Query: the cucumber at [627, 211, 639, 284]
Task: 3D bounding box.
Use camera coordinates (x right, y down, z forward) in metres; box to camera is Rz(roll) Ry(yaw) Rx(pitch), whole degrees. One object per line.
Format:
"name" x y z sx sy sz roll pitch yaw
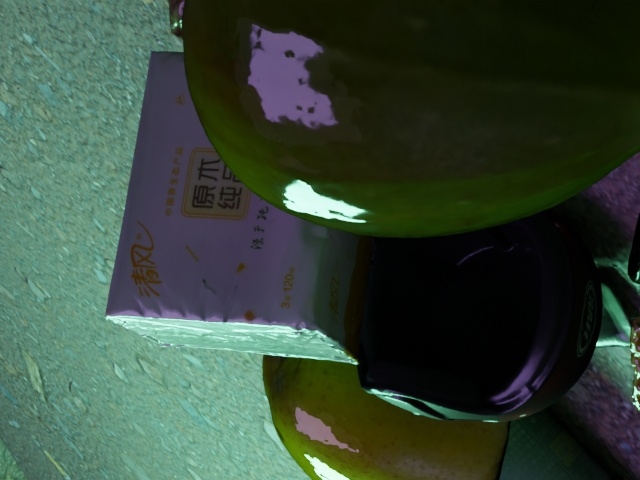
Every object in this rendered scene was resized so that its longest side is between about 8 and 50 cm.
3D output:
"cucumber" 0.249 -0.021 1.428 0.036 0.033 0.184 59 163 27

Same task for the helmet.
"helmet" 0.122 0.052 1.566 0.216 0.189 0.193 4 172 39

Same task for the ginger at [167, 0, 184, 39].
"ginger" -0.056 -0.190 1.611 0.213 0.137 0.074 68 -166 -49

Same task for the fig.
"fig" 0.078 -0.138 1.240 0.316 0.316 0.316 40 157 21

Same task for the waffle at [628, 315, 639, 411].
"waffle" 0.292 0.115 1.434 0.148 0.042 0.102 34 147 39

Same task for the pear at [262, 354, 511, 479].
"pear" 0.032 0.139 1.715 0.178 0.267 0.267 12 -179 -35

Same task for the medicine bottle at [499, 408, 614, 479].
"medicine bottle" 0.203 0.243 1.821 0.274 0.133 0.133 47 158 6

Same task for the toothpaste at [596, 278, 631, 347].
"toothpaste" 0.202 0.073 1.675 0.062 0.037 0.216 57 154 -6

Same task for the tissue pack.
"tissue pack" -0.053 -0.028 1.565 0.185 0.225 0.124 3 165 21
